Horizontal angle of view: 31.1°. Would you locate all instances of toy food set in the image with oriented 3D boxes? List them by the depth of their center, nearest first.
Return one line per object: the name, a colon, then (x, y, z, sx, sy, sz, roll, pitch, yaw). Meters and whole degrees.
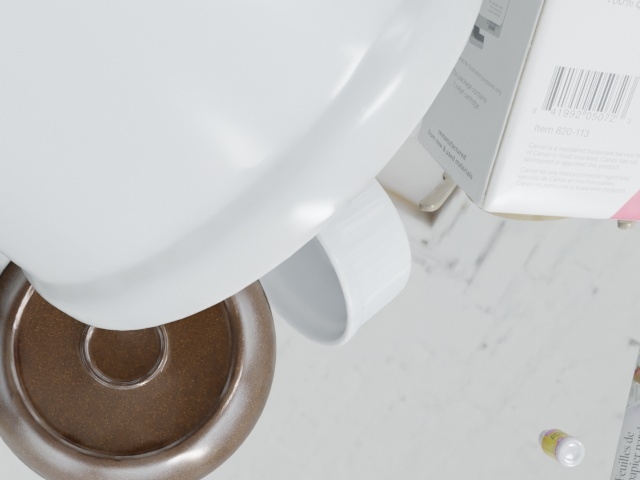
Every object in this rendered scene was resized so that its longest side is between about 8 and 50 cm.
toy food set: (0.188, -0.055, 1.004, 0.132, 0.192, 0.038, -43, 134, -58)

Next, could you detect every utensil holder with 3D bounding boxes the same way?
utensil holder: (-0.161, -0.190, 0.553, 0.328, 0.385, 0.327, -32, -144, 26)

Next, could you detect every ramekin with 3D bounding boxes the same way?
ramekin: (0.000, 0.000, 1.614, 0.135, 0.277, 0.277, -33, 174, -25)

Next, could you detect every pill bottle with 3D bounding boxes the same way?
pill bottle: (0.350, 0.301, 1.689, 0.043, 0.043, 0.083, -62, -166, -3)

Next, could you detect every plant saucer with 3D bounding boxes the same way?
plant saucer: (-0.199, 0.110, 1.181, 0.310, 0.311, 0.050, -63, 180, -11)

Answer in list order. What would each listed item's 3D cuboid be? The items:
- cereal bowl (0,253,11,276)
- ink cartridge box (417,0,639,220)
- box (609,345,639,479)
cereal bowl: (-0.384, 0.099, 1.364, 0.339, 0.141, 0.339, -33, 180, 0)
ink cartridge box: (0.207, -0.161, 0.746, 0.117, 0.207, 0.282, -123, -138, -55)
box: (0.422, 0.201, 1.440, 0.067, 0.063, 0.323, 52, 51, -50)
